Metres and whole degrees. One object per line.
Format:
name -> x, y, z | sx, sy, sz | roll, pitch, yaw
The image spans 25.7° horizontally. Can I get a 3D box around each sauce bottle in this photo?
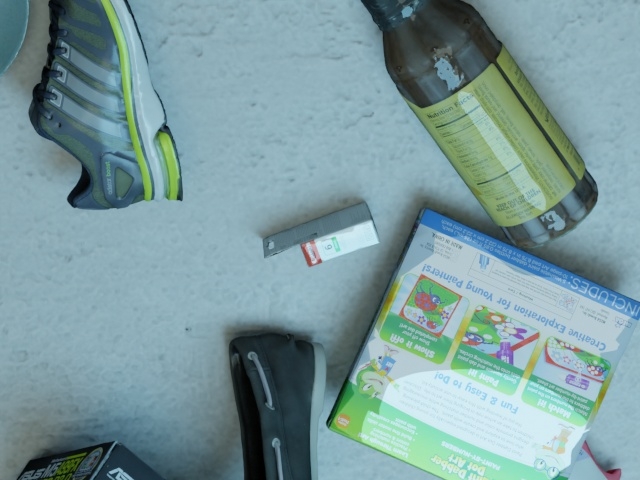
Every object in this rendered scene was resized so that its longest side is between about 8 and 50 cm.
sauce bottle -> 0.138, -0.151, 1.355 | 0.111, 0.111, 0.344 | -34, 108, 8

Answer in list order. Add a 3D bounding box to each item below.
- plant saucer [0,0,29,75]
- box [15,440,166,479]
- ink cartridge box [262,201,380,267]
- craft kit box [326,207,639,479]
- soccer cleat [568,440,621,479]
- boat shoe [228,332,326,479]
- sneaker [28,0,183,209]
plant saucer -> -0.370, -0.226, 1.319 | 0.195, 0.037, 0.195 | -1, 110, -4
box -> -0.175, 0.321, 1.456 | 0.270, 0.216, 0.060 | 43, 57, -17
ink cartridge box -> 0.000, 0.000, 1.421 | 0.115, 0.063, 0.029 | -20, 109, 3
craft kit box -> 0.167, 0.127, 1.433 | 0.250, 0.061, 0.247 | 25, 87, -2
soccer cleat -> 0.226, 0.211, 1.523 | 0.248, 0.083, 0.095 | 46, 66, -11
boat shoe -> -0.051, 0.245, 1.391 | 0.095, 0.335, 0.112 | 10, 145, -15
sneaker -> -0.222, -0.156, 1.311 | 0.121, 0.111, 0.300 | -21, 110, -9
